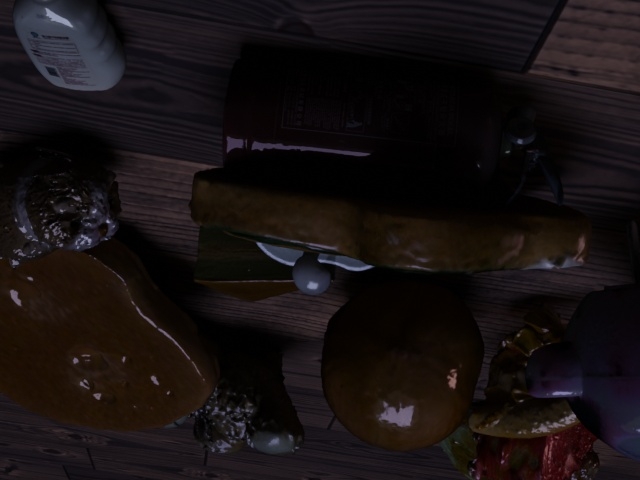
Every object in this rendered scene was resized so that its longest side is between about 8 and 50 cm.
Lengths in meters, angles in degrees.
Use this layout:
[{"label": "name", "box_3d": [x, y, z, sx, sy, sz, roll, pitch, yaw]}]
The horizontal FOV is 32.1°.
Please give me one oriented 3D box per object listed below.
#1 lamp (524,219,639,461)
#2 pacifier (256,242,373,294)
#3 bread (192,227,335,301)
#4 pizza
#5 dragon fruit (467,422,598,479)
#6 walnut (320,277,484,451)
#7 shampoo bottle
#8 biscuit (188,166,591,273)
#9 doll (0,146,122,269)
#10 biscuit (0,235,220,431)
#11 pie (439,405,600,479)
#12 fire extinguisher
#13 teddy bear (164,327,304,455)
[{"label": "lamp", "box_3d": [0.362, 0.100, 1.106, 0.247, 0.248, 0.301, -2, 177, 31]}, {"label": "pacifier", "box_3d": [0.000, 0.000, 1.093, 0.150, 0.117, 0.127, 10, 133, 3]}, {"label": "bread", "box_3d": [-0.058, 0.013, 1.182, 0.084, 0.074, 0.139, 24, 153, -40]}, {"label": "pizza", "box_3d": [0.255, 0.148, 1.290, 0.182, 0.161, 0.062, -7, 161, 41]}, {"label": "dragon fruit", "box_3d": [0.264, 0.209, 1.412, 0.161, 0.274, 0.126, -2, 115, 42]}, {"label": "walnut", "box_3d": [0.089, 0.151, 1.311, 0.203, 0.203, 0.298, 8, 160, -2]}, {"label": "shampoo bottle", "box_3d": [-0.199, -0.170, 0.841, 0.077, 0.045, 0.152, 6, 159, 9]}, {"label": "biscuit", "box_3d": [0.065, -0.012, 0.926, 0.343, 0.057, 0.287, 4, -172, -13]}, {"label": "doll", "box_3d": [-0.285, -0.029, 1.118, 0.221, 0.105, 0.115, -19, 109, 47]}, {"label": "biscuit", "box_3d": [-0.315, 0.112, 1.396, 0.385, 0.062, 0.365, -8, 132, 33]}, {"label": "pie", "box_3d": [0.297, 0.339, 1.822, 0.257, 0.106, 0.274, 25, 153, -2]}, {"label": "fire extinguisher", "box_3d": [0.060, -0.081, 0.892, 0.268, 0.105, 0.105, 7, 157, 2]}, {"label": "teddy bear", "box_3d": [-0.165, 0.203, 1.559, 0.256, 0.156, 0.267, 22, 162, -28]}]
